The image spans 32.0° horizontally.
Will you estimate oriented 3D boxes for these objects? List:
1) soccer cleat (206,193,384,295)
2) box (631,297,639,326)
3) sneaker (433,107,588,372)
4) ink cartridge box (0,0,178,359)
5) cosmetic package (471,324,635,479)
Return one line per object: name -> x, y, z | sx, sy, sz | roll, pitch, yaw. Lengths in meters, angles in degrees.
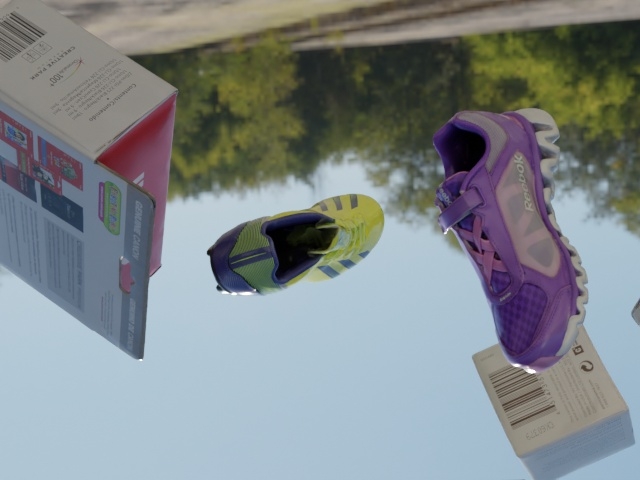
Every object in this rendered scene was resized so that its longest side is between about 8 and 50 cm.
soccer cleat -> 0.000, 0.001, 1.263 | 0.121, 0.094, 0.289 | -17, 180, 40
box -> 0.447, 0.049, 1.078 | 0.232, 0.149, 0.127 | -25, 153, -21
sneaker -> 0.141, -0.009, 0.896 | 0.104, 0.237, 0.095 | 13, 148, -31
ink cartridge box -> -0.250, -0.056, 1.189 | 0.271, 0.309, 0.130 | 34, -125, 13
cosmetic package -> 0.309, 0.211, 1.467 | 0.151, 0.151, 0.184 | -26, 151, 7
